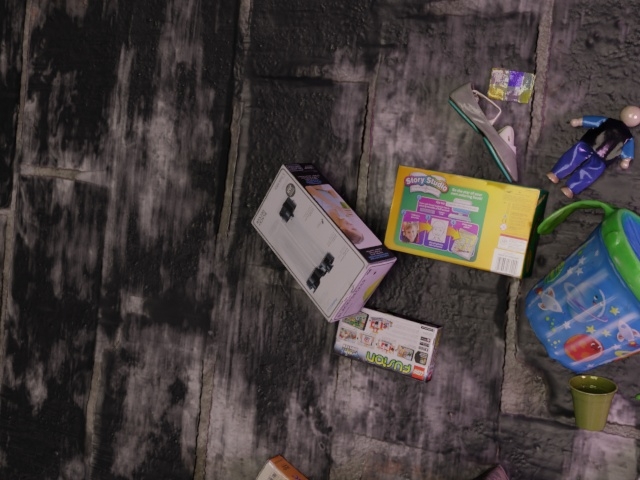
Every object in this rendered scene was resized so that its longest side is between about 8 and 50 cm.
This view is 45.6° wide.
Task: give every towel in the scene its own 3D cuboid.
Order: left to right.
[{"bbox_3d":[0.357,-0.291,1.433,0.083,0.009,0.060,17,97,25],"label":"towel"}]

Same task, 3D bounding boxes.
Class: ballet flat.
[{"bbox_3d":[0.320,-0.208,1.420,0.068,0.072,0.213,-36,76,11],"label":"ballet flat"}]

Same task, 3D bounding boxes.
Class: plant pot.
[{"bbox_3d":[0.479,0.290,1.347,0.083,0.083,0.079,5,106,26],"label":"plant pot"}]

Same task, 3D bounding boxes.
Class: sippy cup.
[{"bbox_3d":[0.476,0.101,1.273,0.240,0.306,0.224,35,125,-24],"label":"sippy cup"}]

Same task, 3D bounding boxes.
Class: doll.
[{"bbox_3d":[0.488,-0.167,1.350,0.189,0.046,0.129,-45,73,20],"label":"doll"}]

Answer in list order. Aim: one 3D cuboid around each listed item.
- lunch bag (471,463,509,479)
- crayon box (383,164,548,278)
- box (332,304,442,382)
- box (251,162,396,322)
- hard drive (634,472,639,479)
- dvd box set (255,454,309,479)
[{"bbox_3d":[0.313,0.572,1.336,0.169,0.235,0.287,-36,75,16],"label":"lunch bag"},{"bbox_3d":[0.269,-0.039,1.438,0.278,0.081,0.166,13,96,26],"label":"crayon box"},{"bbox_3d":[0.132,0.200,1.533,0.206,0.036,0.114,15,97,25],"label":"box"},{"bbox_3d":[0.000,0.000,1.524,0.290,0.087,0.169,50,127,27],"label":"box"},{"bbox_3d":[0.593,0.503,1.243,0.233,0.047,0.353,37,88,23],"label":"hard drive"},{"bbox_3d":[-0.015,0.702,1.596,0.420,0.062,0.308,34,105,22],"label":"dvd box set"}]
